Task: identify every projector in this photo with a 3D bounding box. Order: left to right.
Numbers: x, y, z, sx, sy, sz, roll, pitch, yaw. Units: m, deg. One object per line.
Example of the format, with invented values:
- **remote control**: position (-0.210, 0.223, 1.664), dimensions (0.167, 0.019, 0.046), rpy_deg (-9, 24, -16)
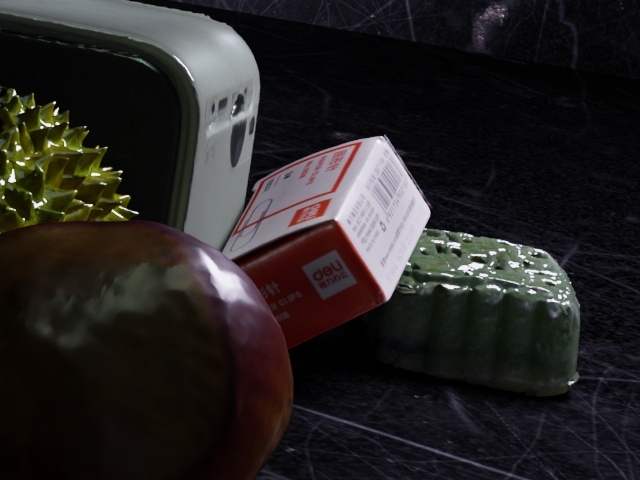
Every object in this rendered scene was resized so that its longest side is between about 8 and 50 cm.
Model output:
- **projector**: position (-0.199, -0.064, 1.578), dimensions (0.248, 0.248, 0.249), rpy_deg (11, 12, 8)

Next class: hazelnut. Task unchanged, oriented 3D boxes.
- **hazelnut**: position (-0.134, 0.094, 1.147), dimensions (0.230, 0.229, 0.229), rpy_deg (10, 14, -3)

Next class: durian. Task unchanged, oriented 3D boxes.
- **durian**: position (-0.250, 0.018, 1.336), dimensions (0.291, 0.224, 0.291), rpy_deg (-21, -4, -1)

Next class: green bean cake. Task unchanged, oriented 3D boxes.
- **green bean cake**: position (0.133, 0.056, 1.687), dimensions (0.181, 0.094, 0.173), rpy_deg (9, 15, -3)

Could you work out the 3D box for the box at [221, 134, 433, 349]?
- **box**: position (0.000, 0.000, 1.615), dimensions (0.133, 0.099, 0.182), rpy_deg (-24, 17, 26)
